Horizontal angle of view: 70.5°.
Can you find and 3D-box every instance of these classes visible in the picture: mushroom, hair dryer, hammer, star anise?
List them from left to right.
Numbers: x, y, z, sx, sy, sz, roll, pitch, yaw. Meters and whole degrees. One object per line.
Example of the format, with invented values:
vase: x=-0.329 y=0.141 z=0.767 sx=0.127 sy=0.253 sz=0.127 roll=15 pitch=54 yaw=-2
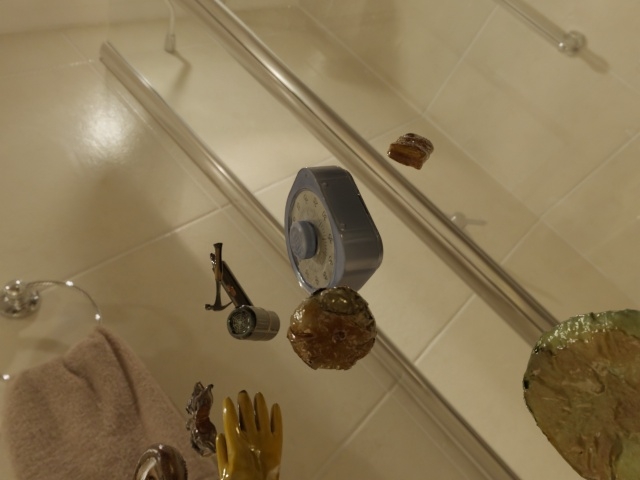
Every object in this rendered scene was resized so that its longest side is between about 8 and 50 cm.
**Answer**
mushroom: x=-0.295 y=0.429 z=0.816 sx=0.127 sy=0.127 sz=0.087 roll=-48 pitch=-35 yaw=16
star anise: x=-0.352 y=0.513 z=1.300 sx=0.063 sy=0.208 sz=0.172 roll=2 pitch=-13 yaw=-37
hammer: x=-0.290 y=0.105 z=1.302 sx=0.021 sy=0.078 sz=0.201 roll=-34 pitch=-53 yaw=-83
hair dryer: x=-0.281 y=0.169 z=1.448 sx=0.107 sy=0.352 sz=0.189 roll=-42 pitch=-22 yaw=6

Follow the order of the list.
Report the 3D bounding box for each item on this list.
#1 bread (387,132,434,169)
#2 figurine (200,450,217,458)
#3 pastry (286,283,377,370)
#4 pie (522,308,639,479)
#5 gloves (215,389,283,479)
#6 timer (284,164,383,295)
bread: x=0.307 y=-0.309 z=1.541 sx=0.271 sy=0.139 sz=0.077 roll=-41 pitch=-27 yaw=-62
figurine: x=-0.381 y=0.798 z=1.722 sx=0.187 sy=0.083 sz=0.083 roll=6 pitch=-47 yaw=-44
pastry: x=0.020 y=0.146 z=0.747 sx=0.153 sy=0.081 sz=0.153 roll=-8 pitch=-57 yaw=-12
pie: x=0.448 y=0.245 z=0.675 sx=0.071 sy=0.306 sz=0.306 roll=-11 pitch=-32 yaw=-41
gloves: x=-0.147 y=0.469 z=0.984 sx=0.133 sy=0.294 sz=0.116 roll=12 pitch=-42 yaw=-29
timer: x=0.000 y=0.000 z=1.360 sx=0.173 sy=0.395 sz=0.395 roll=-9 pitch=-30 yaw=-28
